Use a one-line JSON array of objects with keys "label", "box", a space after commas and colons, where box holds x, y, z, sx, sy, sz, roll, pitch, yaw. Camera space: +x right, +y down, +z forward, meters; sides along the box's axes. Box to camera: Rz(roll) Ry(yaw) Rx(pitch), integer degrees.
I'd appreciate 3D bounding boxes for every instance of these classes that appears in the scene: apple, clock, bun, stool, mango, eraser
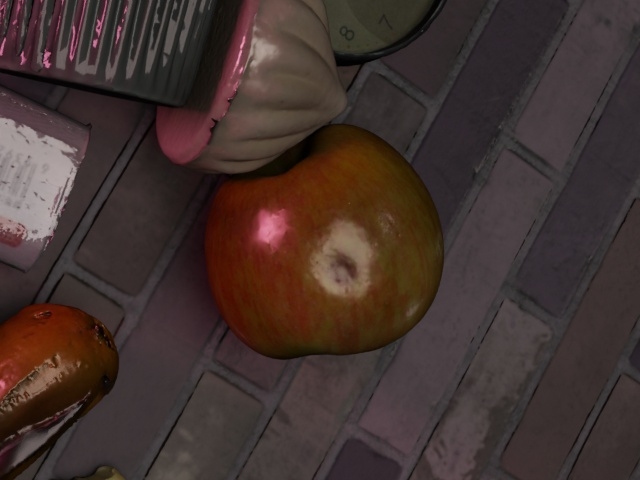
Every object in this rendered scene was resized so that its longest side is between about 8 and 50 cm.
[{"label": "apple", "box": [0.000, 0.000, 1.870, 0.264, 0.264, 0.264, -2, 94, -25]}, {"label": "clock", "box": [0.030, -0.338, 1.975, 0.280, 0.055, 0.280, -2, 94, -26]}, {"label": "bun", "box": [-0.053, -0.183, 1.831, 0.175, 0.263, 0.263, 15, 86, -25]}, {"label": "stool", "box": [-0.226, -0.317, 1.735, 0.297, 0.297, 0.330, 12, 92, -25]}, {"label": "mango", "box": [-0.319, 0.170, 1.793, 0.249, 0.151, 0.156, -48, 152, -7]}, {"label": "eraser", "box": [-0.370, -0.088, 1.786, 0.227, 0.081, 0.174, 25, 79, -24]}]

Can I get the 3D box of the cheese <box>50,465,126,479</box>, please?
[{"label": "cheese", "box": [-0.210, 0.350, 1.905, 0.255, 0.050, 0.127, 45, 73, -22]}]
